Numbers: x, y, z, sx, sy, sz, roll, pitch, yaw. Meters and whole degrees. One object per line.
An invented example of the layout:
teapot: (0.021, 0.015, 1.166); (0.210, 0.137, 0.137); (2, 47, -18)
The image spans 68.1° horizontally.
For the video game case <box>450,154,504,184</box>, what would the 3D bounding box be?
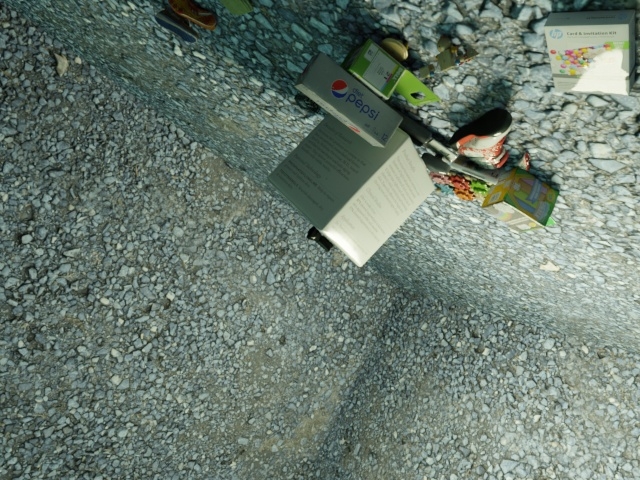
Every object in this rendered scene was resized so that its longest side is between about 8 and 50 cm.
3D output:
video game case: (0.486, -0.226, 1.460); (0.143, 0.019, 0.157); (25, -148, 17)

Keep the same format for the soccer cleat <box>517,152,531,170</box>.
soccer cleat: (0.596, -0.232, 1.392); (0.035, 0.029, 0.083); (17, 169, 32)

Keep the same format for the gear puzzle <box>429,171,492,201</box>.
gear puzzle: (0.556, -0.171, 1.715); (0.338, 0.044, 0.175); (21, 167, 34)

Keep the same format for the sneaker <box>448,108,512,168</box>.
sneaker: (0.485, -0.275, 1.322); (0.144, 0.090, 0.270); (30, 172, -12)

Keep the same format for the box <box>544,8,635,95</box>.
box: (0.532, -0.365, 0.932); (0.145, 0.038, 0.186); (20, 165, 39)

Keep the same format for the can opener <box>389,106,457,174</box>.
can opener: (0.315, -0.316, 1.534); (0.283, 0.095, 0.076); (31, 169, -8)

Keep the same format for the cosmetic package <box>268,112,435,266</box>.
cosmetic package: (0.111, -0.194, 1.614); (0.327, 0.394, 0.329); (44, -179, 37)

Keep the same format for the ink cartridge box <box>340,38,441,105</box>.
ink cartridge box: (0.179, -0.421, 1.313); (0.255, 0.097, 0.189); (33, -179, -17)

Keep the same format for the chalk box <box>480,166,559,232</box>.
chalk box: (0.653, -0.116, 1.509); (0.213, 0.132, 0.132); (30, 168, -8)

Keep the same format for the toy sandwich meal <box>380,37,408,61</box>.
toy sandwich meal: (0.192, -0.495, 1.222); (0.085, 0.029, 0.085); (27, 165, 8)

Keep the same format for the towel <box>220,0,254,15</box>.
towel: (-0.267, -0.715, 1.374); (0.110, 0.027, 0.148); (18, 166, 48)

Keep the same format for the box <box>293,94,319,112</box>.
box: (-0.050, -0.511, 1.773); (0.083, 0.018, 0.067); (23, 168, 30)

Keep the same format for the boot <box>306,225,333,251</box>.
boot: (0.000, 0.000, 1.657); (0.099, 0.045, 0.121); (46, -172, -9)

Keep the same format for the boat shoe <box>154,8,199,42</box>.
boat shoe: (-0.489, -0.754, 1.644); (0.183, 0.066, 0.066); (33, 168, 9)

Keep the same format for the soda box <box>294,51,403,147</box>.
soda box: (0.077, -0.369, 1.264); (0.286, 0.098, 0.091); (31, -177, -21)

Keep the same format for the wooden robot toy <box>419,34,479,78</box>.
wooden robot toy: (0.301, -0.447, 1.127); (0.173, 0.076, 0.079); (5, 118, 65)

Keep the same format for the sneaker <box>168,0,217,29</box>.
sneaker: (-0.421, -0.743, 1.551); (0.175, 0.064, 0.067); (33, 178, -8)
